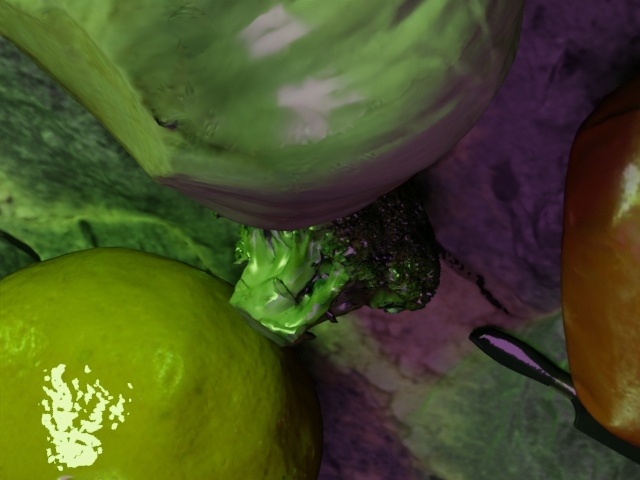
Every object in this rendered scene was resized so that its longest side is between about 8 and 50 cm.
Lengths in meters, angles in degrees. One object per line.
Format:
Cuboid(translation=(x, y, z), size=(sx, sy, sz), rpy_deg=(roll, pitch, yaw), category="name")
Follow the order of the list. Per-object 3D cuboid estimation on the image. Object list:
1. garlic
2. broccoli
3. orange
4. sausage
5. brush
Cuboid(translation=(-0.035, -0.161, 0.852), size=(0.317, 0.259, 0.317), rpy_deg=(41, 157, 21), category="garlic")
Cuboid(translation=(0.000, 0.000, 1.070), size=(0.146, 0.138, 0.162), rpy_deg=(45, 167, -31), category="broccoli")
Cuboid(translation=(-0.136, 0.138, 1.146), size=(0.279, 0.235, 0.279), rpy_deg=(5, 138, 4), category="orange")
Cuboid(translation=(0.221, 0.014, 0.996), size=(0.141, 0.153, 0.268), rpy_deg=(8, 130, 21), category="sausage")
Cuboid(translation=(0.189, 0.109, 1.179), size=(0.193, 0.016, 0.063), rpy_deg=(29, 131, -10), category="brush")
